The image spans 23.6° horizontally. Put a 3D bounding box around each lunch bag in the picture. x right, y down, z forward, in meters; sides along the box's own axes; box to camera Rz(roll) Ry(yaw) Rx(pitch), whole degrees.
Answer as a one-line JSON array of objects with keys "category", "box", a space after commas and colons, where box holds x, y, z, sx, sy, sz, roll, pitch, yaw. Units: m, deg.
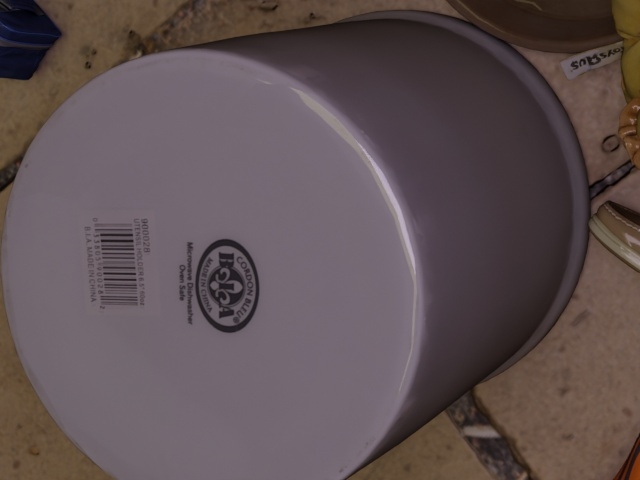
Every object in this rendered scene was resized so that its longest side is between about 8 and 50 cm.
[{"category": "lunch bag", "box": [-0.286, -0.190, 1.377, 0.067, 0.098, 0.065, 45, 110, 16]}]

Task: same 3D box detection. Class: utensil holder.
[{"category": "utensil holder", "box": [0.000, 0.000, 1.131, 0.327, 0.385, 0.328, 4, 101, 22]}]

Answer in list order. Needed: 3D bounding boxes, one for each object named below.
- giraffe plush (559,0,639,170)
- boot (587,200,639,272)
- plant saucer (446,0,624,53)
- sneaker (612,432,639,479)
[{"category": "giraffe plush", "box": [0.271, -0.113, 1.078, 0.210, 0.170, 0.181, -34, 126, 30]}, {"category": "boot", "box": [0.326, -0.027, 1.155, 0.213, 0.077, 0.165, 25, 109, 10]}, {"category": "plant saucer", "box": [0.190, -0.283, 1.174, 0.278, 0.041, 0.278, 8, 107, 26]}, {"category": "sneaker", "box": [0.189, 0.274, 1.241, 0.180, 0.124, 0.321, 19, 106, 18]}]
